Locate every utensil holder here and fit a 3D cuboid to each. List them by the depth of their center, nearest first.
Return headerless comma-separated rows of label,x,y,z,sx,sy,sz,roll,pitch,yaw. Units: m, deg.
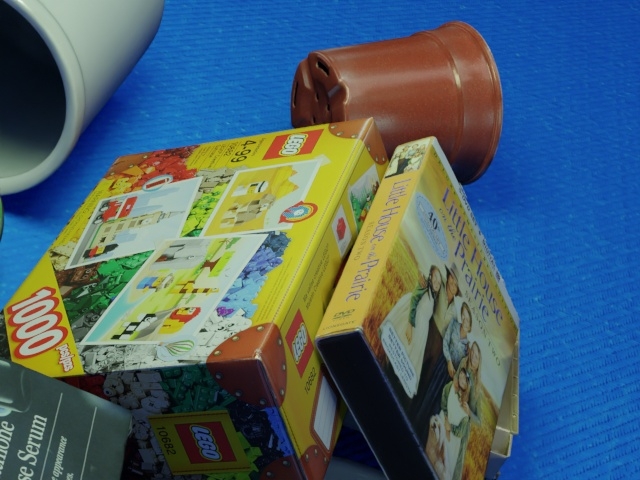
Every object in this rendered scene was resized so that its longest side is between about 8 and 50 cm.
utensil holder,-0.421,-0.297,1.943,0.327,0.327,0.385,26,35,0

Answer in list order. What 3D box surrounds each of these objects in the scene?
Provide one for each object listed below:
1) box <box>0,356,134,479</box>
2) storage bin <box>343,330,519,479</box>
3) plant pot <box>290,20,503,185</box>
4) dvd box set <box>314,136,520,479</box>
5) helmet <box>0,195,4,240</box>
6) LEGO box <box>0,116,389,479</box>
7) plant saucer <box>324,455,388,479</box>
box,-0.400,0.240,1.248,0.395,0.212,0.293,24,28,-15
storage bin,0.123,0.188,1.837,0.262,0.123,0.260,21,37,-7
plant pot,0.110,-0.213,2.227,0.265,0.272,0.272,-7,47,-26
dvd box set,0.131,0.107,1.632,0.307,0.062,0.420,63,28,-23
helmet,-0.470,-0.022,1.705,0.169,0.161,0.169,16,37,-13
LEGO box,-0.138,0.077,1.606,0.372,0.193,0.500,-7,30,21
plant saucer,-0.004,0.400,1.493,0.400,0.100,0.400,12,34,-8
